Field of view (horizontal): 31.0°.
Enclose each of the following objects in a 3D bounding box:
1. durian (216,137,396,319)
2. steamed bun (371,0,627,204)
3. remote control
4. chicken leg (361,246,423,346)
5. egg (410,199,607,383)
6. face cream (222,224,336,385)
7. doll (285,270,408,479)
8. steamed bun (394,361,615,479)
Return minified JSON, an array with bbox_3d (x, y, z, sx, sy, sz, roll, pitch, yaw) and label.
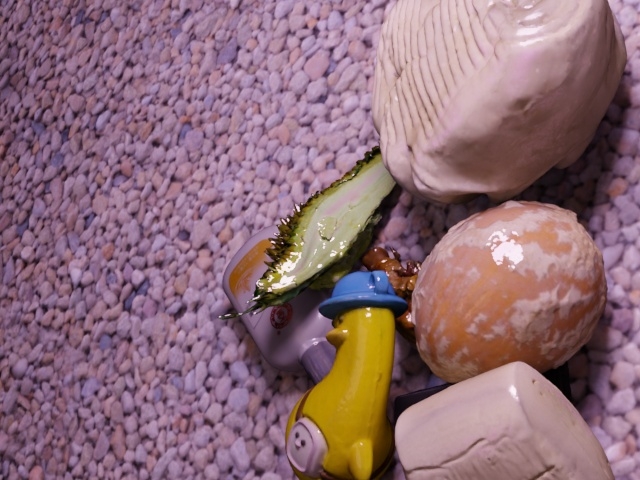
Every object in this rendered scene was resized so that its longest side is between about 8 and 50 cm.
[{"bbox_3d":[-0.002,-0.005,1.587,0.132,0.106,0.375,35,67,9],"label":"durian"},{"bbox_3d":[0.228,-0.204,1.411,0.339,0.247,0.352,-102,32,-45],"label":"steamed bun"},{"bbox_3d":[0.196,0.194,1.425,0.245,0.025,0.063,-20,57,34],"label":"remote control"},{"bbox_3d":[0.111,0.062,1.511,0.085,0.101,0.207,-30,39,-8],"label":"chicken leg"},{"bbox_3d":[0.215,0.064,1.330,0.245,0.203,0.203,-41,48,-3],"label":"egg"},{"bbox_3d":[-0.039,0.110,1.632,0.144,0.071,0.291,-46,49,15],"label":"face cream"},{"bbox_3d":[0.039,0.206,1.424,0.199,0.145,0.363,-131,49,-61],"label":"doll"},{"bbox_3d":[0.217,0.255,1.264,0.200,0.155,0.250,-30,99,29],"label":"steamed bun"}]
